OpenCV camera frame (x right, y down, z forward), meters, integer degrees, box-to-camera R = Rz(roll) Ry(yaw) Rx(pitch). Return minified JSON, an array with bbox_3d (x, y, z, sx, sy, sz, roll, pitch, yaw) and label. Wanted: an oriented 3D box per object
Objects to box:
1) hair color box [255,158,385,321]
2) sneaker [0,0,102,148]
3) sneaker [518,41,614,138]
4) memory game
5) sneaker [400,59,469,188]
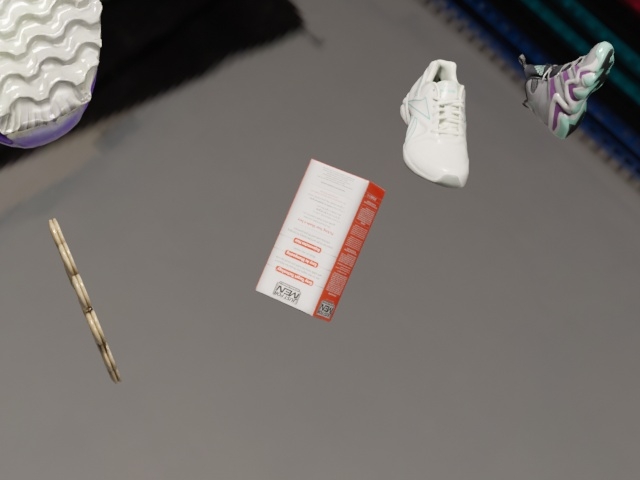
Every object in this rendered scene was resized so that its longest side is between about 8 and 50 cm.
[{"bbox_3d":[0.000,0.000,1.497,0.043,0.072,0.141,26,-93,-61],"label":"hair color box"},{"bbox_3d":[-0.207,-0.158,0.862,0.102,0.293,0.146,-26,-20,-18],"label":"sneaker"},{"bbox_3d":[0.191,-0.135,1.246,0.038,0.069,0.098,-37,-21,-45],"label":"sneaker"},{"bbox_3d":[-0.245,0.063,1.594,0.012,0.186,0.186,-22,-15,-10],"label":"memory game"},{"bbox_3d":[0.100,-0.101,1.313,0.152,0.054,0.061,-98,25,-51],"label":"sneaker"}]
